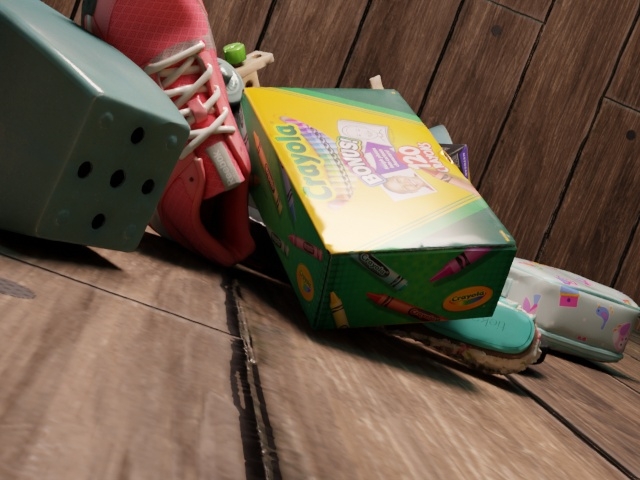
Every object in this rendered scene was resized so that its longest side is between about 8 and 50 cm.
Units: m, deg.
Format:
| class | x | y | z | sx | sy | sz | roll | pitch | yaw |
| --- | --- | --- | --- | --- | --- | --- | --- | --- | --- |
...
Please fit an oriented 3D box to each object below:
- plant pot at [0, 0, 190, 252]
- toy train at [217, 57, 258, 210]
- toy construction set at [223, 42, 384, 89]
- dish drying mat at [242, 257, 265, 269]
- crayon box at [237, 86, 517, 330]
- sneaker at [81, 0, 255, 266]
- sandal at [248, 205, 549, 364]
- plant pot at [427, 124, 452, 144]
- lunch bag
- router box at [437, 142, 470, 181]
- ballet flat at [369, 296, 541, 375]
| class | x | y | z | sx | sy | sz | roll | pitch | yaw |
| --- | --- | --- | --- | --- | --- | --- | --- | --- | --- |
| plant pot | -0.226 | -0.091 | 0.709 | 0.234 | 0.165 | 0.165 | 30 | 8 | 28 |
| toy train | -0.094 | -0.093 | 1.214 | 0.334 | 0.142 | 0.190 | 31 | 41 | -21 |
| toy construction set | -0.044 | -0.207 | 1.525 | 0.309 | 0.237 | 0.257 | -18 | 23 | -14 |
| dish drying mat | -0.076 | 0.018 | 1.037 | 0.032 | 0.008 | 0.083 | 22 | 4 | -7 |
| crayon box | 0.035 | -0.041 | 0.860 | 0.165 | 0.081 | 0.278 | -3 | 37 | -20 |
| sneaker | -0.111 | -0.107 | 0.848 | 0.136 | 0.116 | 0.314 | 39 | -30 | 41 |
| sandal | 0.047 | 0.011 | 1.021 | 0.445 | 0.107 | 0.167 | 24 | 4 | 4 |
| plant pot | 0.180 | -0.059 | 1.862 | 0.195 | 0.290 | 0.290 | -15 | 3 | 3 |
| lunch bag | 0.307 | 0.086 | 1.414 | 0.224 | 0.108 | 0.279 | 15 | 5 | -25 |
| router box | 0.066 | -0.103 | 1.658 | 0.309 | 0.081 | 0.243 | 8 | 26 | 40 |
| ballet flat | 0.087 | 0.065 | 0.888 | 0.241 | 0.091 | 0.077 | 26 | -25 | 14 |
